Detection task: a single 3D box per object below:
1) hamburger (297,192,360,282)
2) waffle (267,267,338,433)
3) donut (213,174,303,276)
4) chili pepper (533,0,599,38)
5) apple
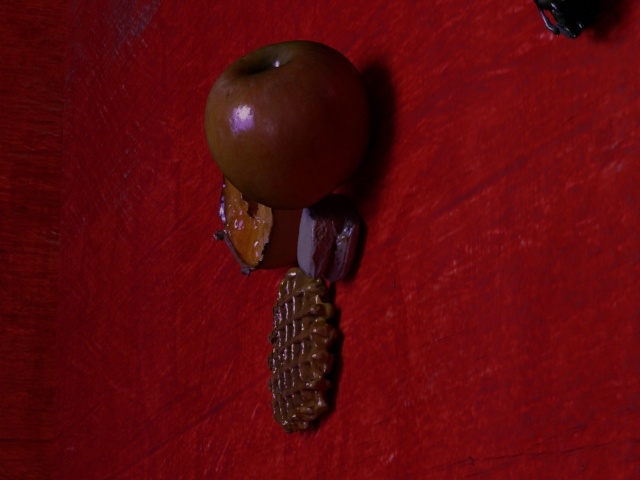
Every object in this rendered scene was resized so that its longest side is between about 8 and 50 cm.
[{"bbox_3d":[0.004,0.001,1.916,0.121,0.054,0.084,-117,31,-64],"label":"hamburger"},{"bbox_3d":[-0.021,0.118,1.985,0.191,0.038,0.191,-176,90,-74],"label":"waffle"},{"bbox_3d":[-0.060,-0.034,2.092,0.181,0.078,0.146,-155,69,-65],"label":"donut"},{"bbox_3d":[0.193,-0.245,1.349,0.108,0.062,0.216,-124,41,-54],"label":"chili pepper"},{"bbox_3d":[-0.029,-0.115,1.862,0.182,0.182,0.155,-126,14,-65],"label":"apple"}]
